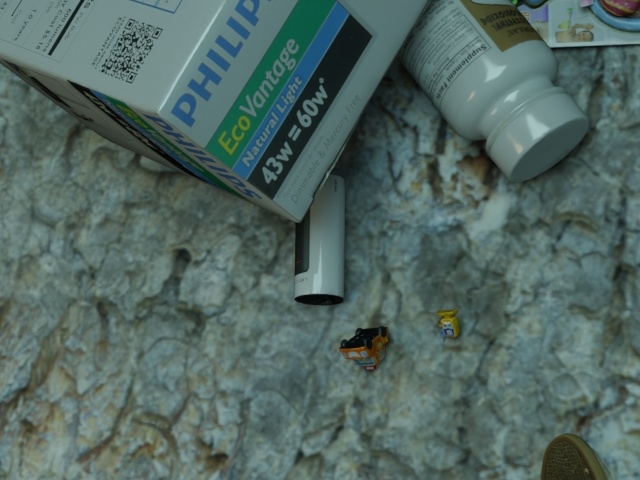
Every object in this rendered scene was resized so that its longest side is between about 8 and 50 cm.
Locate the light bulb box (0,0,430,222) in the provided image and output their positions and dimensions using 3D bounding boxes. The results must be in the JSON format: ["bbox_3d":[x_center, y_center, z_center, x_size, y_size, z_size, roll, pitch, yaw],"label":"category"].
[{"bbox_3d":[-0.105,-0.258,1.385,0.361,0.225,0.358,25,81,45],"label":"light bulb box"}]

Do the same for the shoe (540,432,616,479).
[{"bbox_3d":[0.273,0.290,1.298,0.076,0.058,0.219,-35,61,35],"label":"shoe"}]

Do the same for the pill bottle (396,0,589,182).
[{"bbox_3d":[0.172,-0.179,1.411,0.131,0.131,0.229,-35,69,2],"label":"pill bottle"}]

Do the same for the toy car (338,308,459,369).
[{"bbox_3d":[0.084,0.107,1.394,0.122,0.060,0.040,-11,104,17],"label":"toy car"}]

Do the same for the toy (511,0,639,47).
[{"bbox_3d":[0.316,-0.279,1.445,0.237,0.056,0.136,-2,75,13],"label":"toy"}]

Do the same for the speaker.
[{"bbox_3d":[0.000,0.000,1.444,0.055,0.055,0.136,-3,74,13],"label":"speaker"}]
